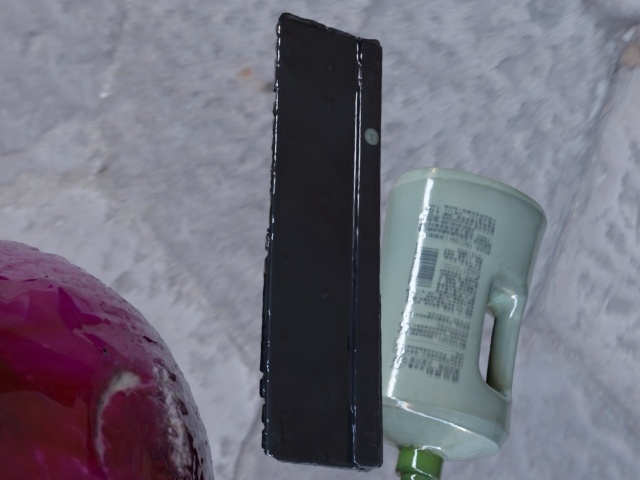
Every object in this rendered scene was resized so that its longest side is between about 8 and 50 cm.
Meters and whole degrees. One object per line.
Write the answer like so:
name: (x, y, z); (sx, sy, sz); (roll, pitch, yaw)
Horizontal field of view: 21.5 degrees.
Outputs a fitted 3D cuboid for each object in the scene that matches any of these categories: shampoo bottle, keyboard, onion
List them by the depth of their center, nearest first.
keyboard: (0.000, 0.000, 0.854); (0.023, 0.072, 0.231); (-16, 68, 50)
onion: (-0.256, 0.142, 0.980); (0.347, 0.385, 0.348); (-7, 70, 19)
shampoo bottle: (0.083, 0.074, 1.153); (0.118, 0.087, 0.234); (20, 65, -16)
